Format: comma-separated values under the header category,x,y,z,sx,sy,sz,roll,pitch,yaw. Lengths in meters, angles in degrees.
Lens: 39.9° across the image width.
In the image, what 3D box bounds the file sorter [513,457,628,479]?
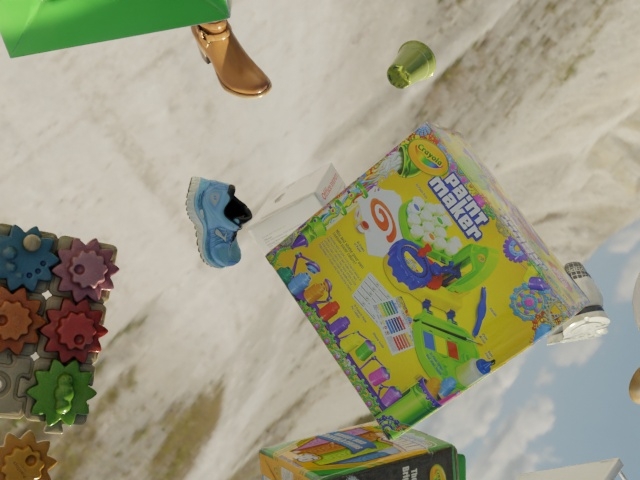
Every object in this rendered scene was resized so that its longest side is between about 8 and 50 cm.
category,x,y,z,sx,sy,sz,roll,pitch,yaw
file sorter,0.467,0.554,1.672,0.193,0.173,0.278,-38,-178,-36

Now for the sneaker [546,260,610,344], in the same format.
category,x,y,z,sx,sy,sz,roll,pitch,yaw
sneaker,0.383,0.102,1.339,0.090,0.094,0.235,-15,162,0

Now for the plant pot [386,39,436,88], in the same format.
category,x,y,z,sx,sy,sz,roll,pitch,yaw
plant pot,0.166,-0.329,1.690,0.079,0.083,0.083,-46,171,-41

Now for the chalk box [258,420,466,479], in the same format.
category,x,y,z,sx,sy,sz,roll,pitch,yaw
chalk box,0.082,0.370,1.257,0.289,0.180,0.179,-5,-175,-31

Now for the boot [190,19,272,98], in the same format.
category,x,y,z,sx,sy,sz,roll,pitch,yaw
boot,-0.165,-0.344,1.535,0.073,0.197,0.152,-40,152,-20

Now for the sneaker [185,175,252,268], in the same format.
category,x,y,z,sx,sy,sz,roll,pitch,yaw
sneaker,-0.123,-0.017,1.148,0.162,0.073,0.063,77,16,-53

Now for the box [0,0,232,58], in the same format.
category,x,y,z,sx,sy,sz,roll,pitch,yaw
box,-0.241,-0.338,1.052,0.231,0.262,0.126,-96,175,-57

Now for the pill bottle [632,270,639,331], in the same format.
category,x,y,z,sx,sy,sz,roll,pitch,yaw
pill bottle,0.531,0.125,1.035,0.210,0.363,0.210,-29,-133,36

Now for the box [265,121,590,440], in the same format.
category,x,y,z,sx,sy,sz,roll,pitch,yaw
box,0.140,0.050,1.147,0.279,0.290,0.177,-39,167,20

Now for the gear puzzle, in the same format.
category,x,y,z,sx,sy,sz,roll,pitch,yaw
gear puzzle,-0.355,0.151,1.090,0.044,0.176,0.338,-10,-110,61

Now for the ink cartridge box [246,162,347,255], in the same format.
category,x,y,z,sx,sy,sz,roll,pitch,yaw
ink cartridge box,0.000,0.000,1.758,0.168,0.232,0.171,-28,-164,23

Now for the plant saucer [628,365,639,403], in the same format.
category,x,y,z,sx,sy,sz,roll,pitch,yaw
plant saucer,0.533,0.229,1.416,0.083,0.083,0.015,-54,-149,3
